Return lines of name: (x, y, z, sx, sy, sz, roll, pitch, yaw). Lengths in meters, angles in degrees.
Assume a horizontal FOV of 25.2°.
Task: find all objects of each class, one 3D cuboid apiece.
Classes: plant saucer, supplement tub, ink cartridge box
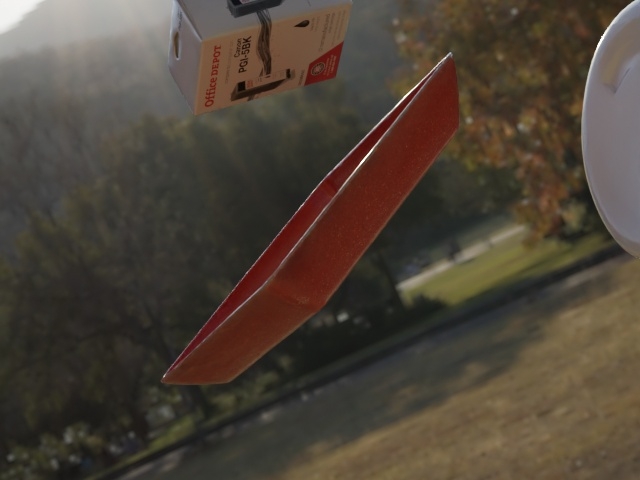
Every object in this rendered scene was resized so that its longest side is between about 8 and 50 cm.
plant saucer: (0.000, 0.000, 1.124, 0.259, 0.048, 0.258, -53, 5, -31)
supplement tub: (0.407, -0.098, 1.206, 0.316, 0.228, 0.228, -4, -5, -19)
ink cartridge box: (-0.051, -0.167, 1.181, 0.135, 0.056, 0.099, -18, -29, -20)
